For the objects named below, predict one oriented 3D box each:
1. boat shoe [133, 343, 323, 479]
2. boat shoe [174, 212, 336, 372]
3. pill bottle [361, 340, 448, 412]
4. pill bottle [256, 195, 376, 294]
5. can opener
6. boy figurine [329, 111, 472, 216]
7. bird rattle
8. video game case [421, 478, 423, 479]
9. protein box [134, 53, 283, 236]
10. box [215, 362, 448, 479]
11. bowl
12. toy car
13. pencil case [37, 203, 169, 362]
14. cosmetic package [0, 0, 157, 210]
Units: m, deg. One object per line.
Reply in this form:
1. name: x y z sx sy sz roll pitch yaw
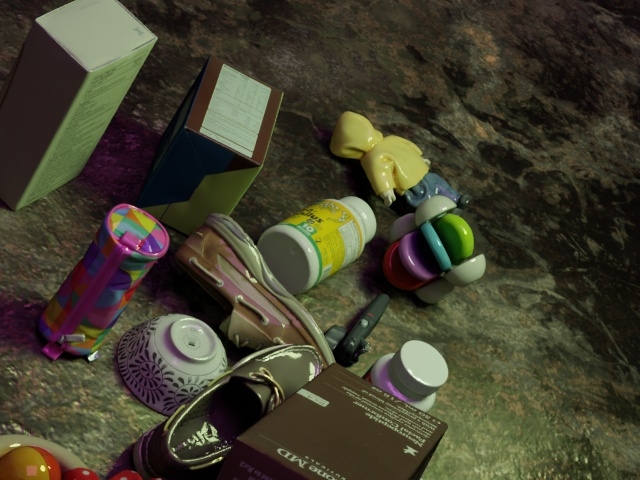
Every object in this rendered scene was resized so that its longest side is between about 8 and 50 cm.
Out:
1. boat shoe: -0.108 0.230 1.784 0.324 0.097 0.116 -29 86 -36
2. boat shoe: -0.099 0.113 1.962 0.116 0.123 0.324 -38 87 -16
3. pill bottle: 0.107 0.231 1.929 0.108 0.180 0.108 21 42 -19
4. pill bottle: 0.000 0.000 2.124 0.117 0.117 0.208 47 41 12
5. can opener: 0.068 0.136 2.089 0.073 0.059 0.186 41 40 5
6. boy figurine: 0.136 -0.122 2.367 0.285 0.092 0.177 36 39 -1
7. bird rattle: -0.331 0.302 1.585 0.207 0.143 0.254 38 33 28
8. video game case: 0.033 0.325 1.838 0.173 0.022 0.190 -29 68 -13
9. protein box: -0.177 -0.145 2.067 0.136 0.200 0.201 27 40 -13
10. box: 0.013 0.291 1.635 0.191 0.143 0.381 28 17 11
11. bowl: -0.195 0.162 1.851 0.170 0.080 0.170 21 42 -20
12. toy car: 0.175 0.024 2.188 0.136 0.182 0.159 -20 80 -41
13. pencil case: -0.297 0.060 1.762 0.104 0.236 0.104 26 32 -17
14. cosmetic package: -0.379 -0.199 1.883 0.113 0.309 0.160 43 39 6
